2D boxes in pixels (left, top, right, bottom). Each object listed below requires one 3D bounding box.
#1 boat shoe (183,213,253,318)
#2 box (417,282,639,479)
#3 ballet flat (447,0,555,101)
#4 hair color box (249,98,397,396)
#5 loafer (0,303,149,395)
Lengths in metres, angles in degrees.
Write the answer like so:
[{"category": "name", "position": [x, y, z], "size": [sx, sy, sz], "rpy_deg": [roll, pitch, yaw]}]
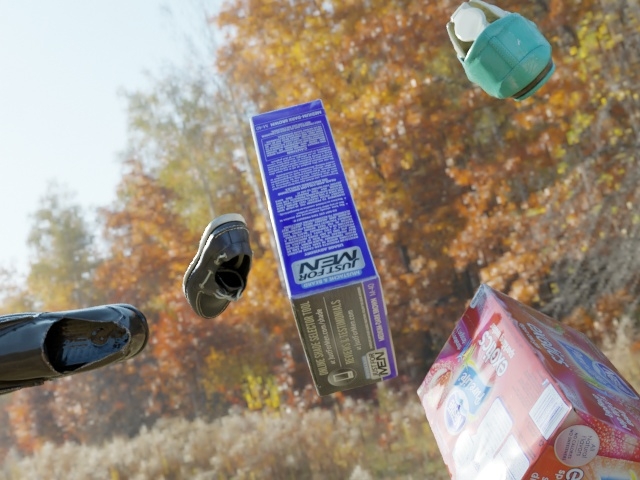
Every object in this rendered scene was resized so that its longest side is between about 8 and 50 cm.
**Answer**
[{"category": "boat shoe", "position": [-0.133, 0.052, 1.260], "size": [0.075, 0.065, 0.206], "rpy_deg": [-10, -35, -26]}, {"category": "box", "position": [0.180, 0.151, 0.772], "size": [0.122, 0.128, 0.257], "rpy_deg": [27, 13, -12]}, {"category": "ballet flat", "position": [0.166, -0.195, 0.913], "size": [0.083, 0.087, 0.247], "rpy_deg": [-42, 10, 13]}, {"category": "hair color box", "position": [0.000, 0.000, 1.179], "size": [0.110, 0.339, 0.185], "rpy_deg": [-13, -45, 0]}, {"category": "loafer", "position": [-0.285, 0.105, 0.955], "size": [0.220, 0.080, 0.078], "rpy_deg": [-15, -3, -9]}]
